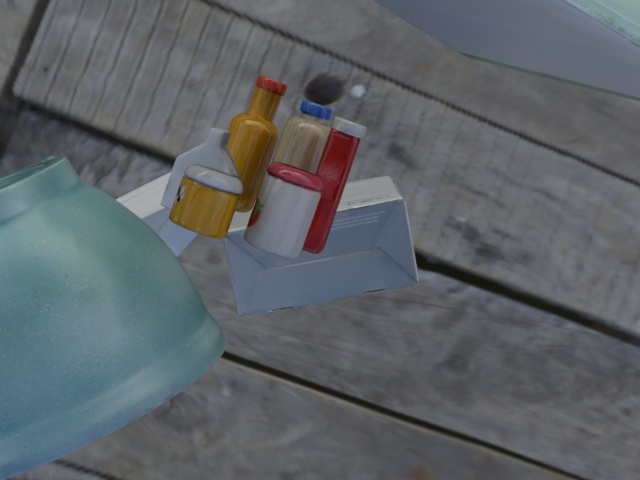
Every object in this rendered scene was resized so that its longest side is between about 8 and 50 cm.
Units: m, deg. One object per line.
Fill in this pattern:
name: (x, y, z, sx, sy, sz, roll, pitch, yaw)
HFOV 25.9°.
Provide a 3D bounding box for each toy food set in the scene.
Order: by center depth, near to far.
toy food set: (-0.035, -0.057, 0.972, 0.111, 0.232, 0.104, 20, 96, 4)

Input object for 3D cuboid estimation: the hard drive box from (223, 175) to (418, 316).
hard drive box: (0.000, 0.000, 1.440, 0.181, 0.232, 0.089, -10, 99, 2)

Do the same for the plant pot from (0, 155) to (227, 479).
plant pot: (-0.248, 0.051, 1.122, 0.293, 0.293, 0.196, -24, 101, -10)

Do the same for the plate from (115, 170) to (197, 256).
plate: (-0.219, -0.001, 1.570, 0.278, 0.277, 0.045, -31, 83, -40)

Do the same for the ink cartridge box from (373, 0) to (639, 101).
ink cartridge box: (0.010, -0.107, 0.389, 0.235, 0.171, 0.056, 24, 93, -30)
